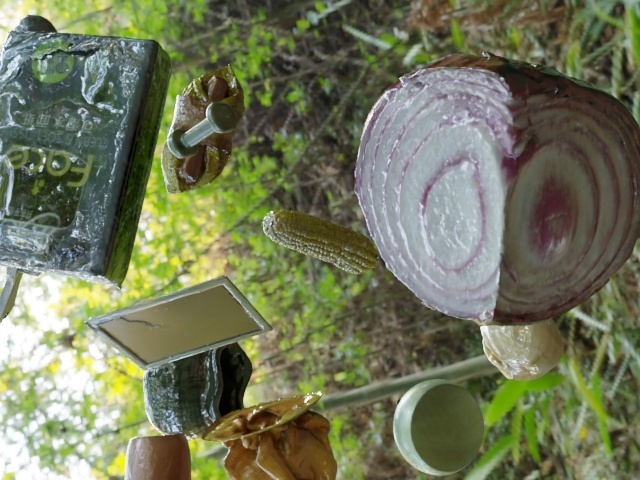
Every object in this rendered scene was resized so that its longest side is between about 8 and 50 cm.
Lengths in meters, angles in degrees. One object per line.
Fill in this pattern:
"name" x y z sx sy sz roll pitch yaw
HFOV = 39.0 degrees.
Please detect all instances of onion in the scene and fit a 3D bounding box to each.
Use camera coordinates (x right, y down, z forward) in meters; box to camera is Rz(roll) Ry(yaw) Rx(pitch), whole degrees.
"onion" 0.154 -0.051 0.787 0.206 0.206 0.216 24 111 51

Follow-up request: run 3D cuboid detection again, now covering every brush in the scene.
"brush" -0.556 0.067 1.700 0.327 0.065 0.070 -53 13 44

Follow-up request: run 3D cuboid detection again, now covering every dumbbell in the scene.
"dumbbell" -0.174 -0.161 1.333 0.052 0.118 0.046 -10 -102 -48

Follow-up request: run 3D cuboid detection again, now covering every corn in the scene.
"corn" 0.000 0.000 2.055 0.101 0.291 0.101 -39 42 47

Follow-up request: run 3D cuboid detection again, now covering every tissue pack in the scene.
"tissue pack" -0.251 -0.084 0.884 0.073 0.173 0.236 41 -120 -72

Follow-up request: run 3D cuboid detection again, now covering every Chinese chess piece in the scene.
"Chinese chess piece" 0.180 0.284 1.379 0.058 0.144 0.144 -17 91 65

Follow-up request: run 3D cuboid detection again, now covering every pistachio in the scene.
"pistachio" 0.398 0.177 1.819 0.230 0.157 0.157 -99 -5 -51

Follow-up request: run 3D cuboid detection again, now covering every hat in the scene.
"hat" -0.070 0.404 1.539 0.244 0.233 0.233 -17 90 48

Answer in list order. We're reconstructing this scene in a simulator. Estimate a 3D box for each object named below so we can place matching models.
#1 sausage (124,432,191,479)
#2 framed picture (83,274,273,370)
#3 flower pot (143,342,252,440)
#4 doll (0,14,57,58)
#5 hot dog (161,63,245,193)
"sausage" -0.287 0.495 1.590 0.121 0.121 0.304 76 -169 -70
"framed picture" -0.266 0.160 1.733 0.231 0.293 0.018 57 -162 -54
"flower pot" -0.298 0.339 2.232 0.302 0.213 0.302 1 -90 -78
"doll" -0.508 -0.203 1.502 0.245 0.340 0.158 32 -165 -27
"hot dog" -0.203 -0.204 1.599 0.093 0.123 0.262 137 146 -73
